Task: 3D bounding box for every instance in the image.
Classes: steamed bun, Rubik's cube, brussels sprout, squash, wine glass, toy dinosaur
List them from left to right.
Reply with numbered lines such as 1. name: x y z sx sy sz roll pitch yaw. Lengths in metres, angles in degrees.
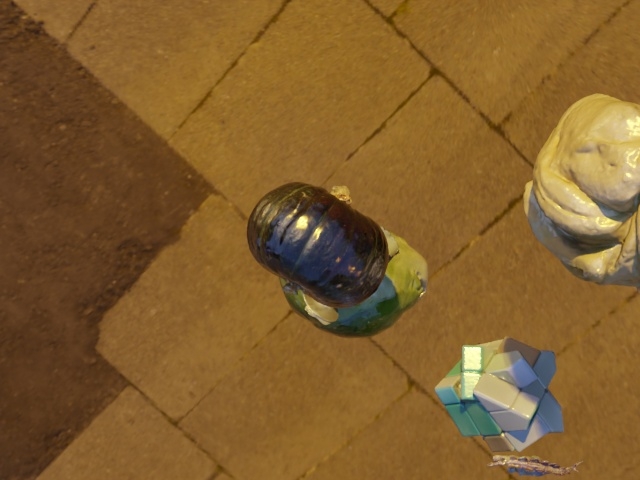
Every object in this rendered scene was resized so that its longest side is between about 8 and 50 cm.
1. squash: -0.002 0.005 1.095 0.156 0.193 0.193 -39 97 0
2. wine glass: 0.060 0.067 1.707 0.103 0.103 0.222 40 116 -2
3. brussels sprout: 0.085 0.088 1.959 0.354 0.289 0.281 1 85 -31
4. Rubik's cube: 0.401 0.316 1.789 0.213 0.224 0.265 -23 103 52
5. toy dinosaur: 0.424 0.439 1.616 0.209 0.082 0.039 5 76 -16
6. steamed bun: 0.472 -0.043 1.290 0.230 0.325 0.372 -36 82 -7
